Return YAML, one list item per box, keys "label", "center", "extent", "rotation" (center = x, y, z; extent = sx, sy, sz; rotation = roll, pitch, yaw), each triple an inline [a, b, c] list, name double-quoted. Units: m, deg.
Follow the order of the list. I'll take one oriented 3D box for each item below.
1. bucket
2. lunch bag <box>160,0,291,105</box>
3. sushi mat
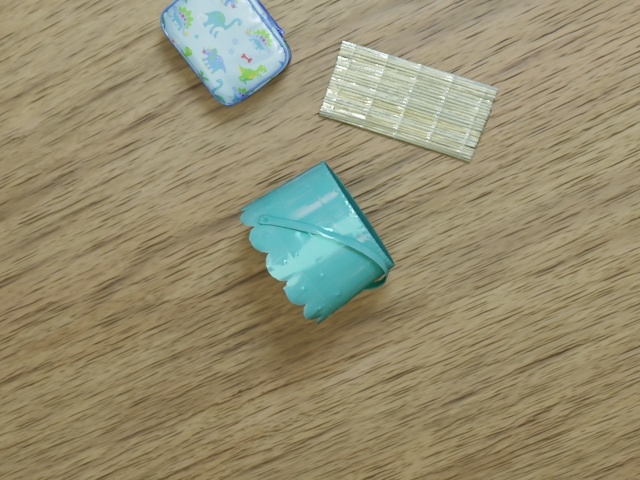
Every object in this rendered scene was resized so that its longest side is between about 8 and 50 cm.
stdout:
- label: "bucket"
  center: [0.000, 0.000, 1.443]
  extent: [0.183, 0.281, 0.281]
  rotation: [-34, 102, 7]
- label: "lunch bag"
  center: [-0.167, -0.373, 1.424]
  extent: [0.176, 0.090, 0.219]
  rotation: [-35, 102, 12]
- label: "sushi mat"
  center: [0.168, -0.264, 1.481]
  extent: [0.316, 0.019, 0.151]
  rotation: [17, 106, -3]
